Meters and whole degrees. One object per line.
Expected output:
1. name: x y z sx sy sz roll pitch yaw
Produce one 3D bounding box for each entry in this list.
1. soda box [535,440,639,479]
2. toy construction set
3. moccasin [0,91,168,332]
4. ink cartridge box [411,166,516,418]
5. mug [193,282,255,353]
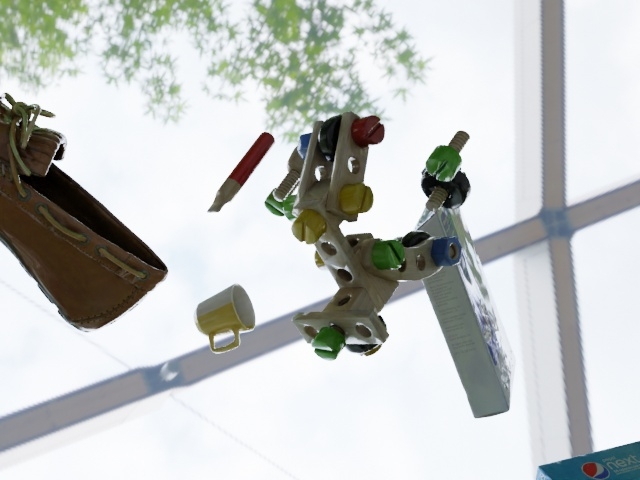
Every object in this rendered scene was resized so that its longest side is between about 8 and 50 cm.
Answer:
1. soda box: 0.387 0.321 1.200 0.210 0.071 0.067 -6 -65 -23
2. toy construction set: 0.000 0.000 1.083 0.308 0.257 0.237 19 -123 26
3. moccasin: -0.312 -0.075 0.954 0.147 0.139 0.380 -37 -80 11
4. ink cartridge box: 0.201 0.058 1.343 0.176 0.069 0.371 -50 -58 -67
5. mug: -0.124 0.096 1.133 0.078 0.064 0.062 -72 -40 -66
